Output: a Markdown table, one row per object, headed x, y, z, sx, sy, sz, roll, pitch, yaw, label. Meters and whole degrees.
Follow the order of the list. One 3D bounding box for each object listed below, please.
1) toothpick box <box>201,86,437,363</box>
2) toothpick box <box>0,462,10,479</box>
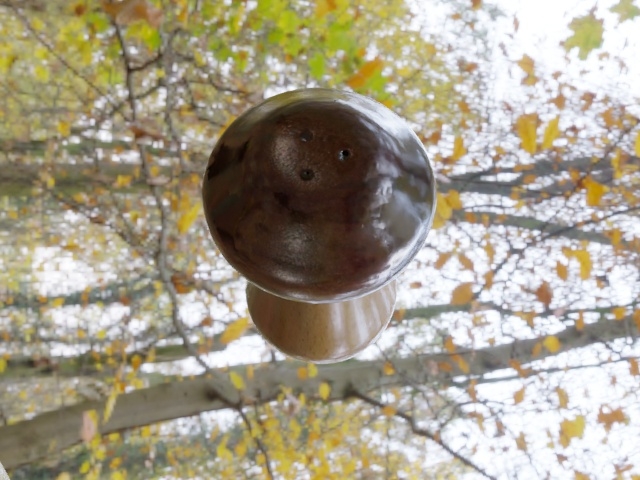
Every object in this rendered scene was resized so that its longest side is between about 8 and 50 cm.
| x | y | z | sx | sy | sz | roll | pitch | yaw | label |
| --- | --- | --- | --- | --- | --- | --- | --- | --- | --- |
| 0.000 | 0.000 | 0.803 | 0.294 | 0.192 | 0.192 | 89 | -20 | -62 | toothpick box |
| -0.169 | 0.135 | 0.283 | 0.175 | 0.175 | 0.271 | 41 | -35 | 44 | toothpick box |
